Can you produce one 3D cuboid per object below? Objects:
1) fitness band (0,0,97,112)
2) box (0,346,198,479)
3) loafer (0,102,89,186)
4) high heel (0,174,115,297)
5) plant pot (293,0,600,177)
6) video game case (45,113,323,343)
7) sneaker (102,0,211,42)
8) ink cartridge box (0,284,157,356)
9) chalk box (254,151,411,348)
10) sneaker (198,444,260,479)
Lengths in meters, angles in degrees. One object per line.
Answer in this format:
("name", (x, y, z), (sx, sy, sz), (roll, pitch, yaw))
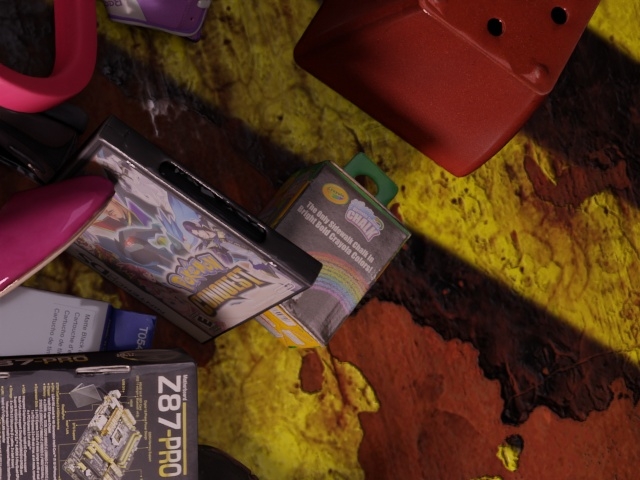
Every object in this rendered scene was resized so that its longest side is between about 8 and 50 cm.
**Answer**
("fitness band", (-0.317, -0.266, 1.329), (0.209, 0.054, 0.291), (30, 46, -49))
("box", (-0.282, 0.313, 1.310), (0.318, 0.097, 0.395), (-2, 96, -15))
("loafer", (-0.393, -0.138, 1.343), (0.302, 0.109, 0.095), (18, 84, -21))
("high heel", (-0.384, -0.013, 1.242), (0.377, 0.127, 0.181), (-28, 105, 14))
("plant pot", (0.174, -0.262, 1.489), (0.267, 0.236, 0.267), (34, 76, -15))
("video game case", (-0.161, 0.001, 1.325), (0.248, 0.275, 0.035), (36, 61, -14))
("sneaker", (-0.124, -0.312, 1.472), (0.282, 0.102, 0.161), (-17, 109, -24))
("ink cartridge box", (-0.295, 0.165, 1.382), (0.224, 0.045, 0.223), (12, 82, -19))
("chalk box", (0.000, 0.000, 1.461), (0.132, 0.132, 0.213), (42, 72, -11))
("sneaker", (-0.055, 0.341, 1.394), (0.106, 0.162, 0.281), (-37, 99, -19))
